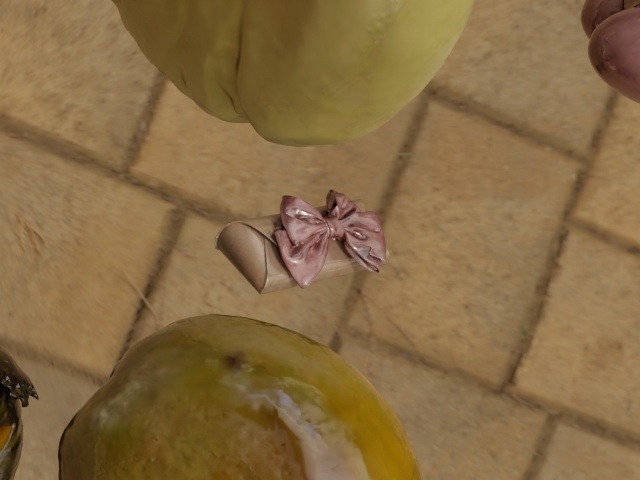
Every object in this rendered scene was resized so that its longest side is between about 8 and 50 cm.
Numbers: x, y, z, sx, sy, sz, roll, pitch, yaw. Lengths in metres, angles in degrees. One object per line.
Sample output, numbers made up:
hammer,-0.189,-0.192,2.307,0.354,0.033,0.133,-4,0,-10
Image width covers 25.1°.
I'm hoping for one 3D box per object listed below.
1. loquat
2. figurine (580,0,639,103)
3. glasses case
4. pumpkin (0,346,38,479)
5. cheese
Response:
loquat,-0.059,0.201,1.094,0.276,0.276,0.284,-43,82,-8
figurine,0.380,-0.178,1.229,0.261,0.270,0.211,36,112,-5
glasses case,0.000,0.000,1.466,0.193,0.102,0.070,-12,137,-43
pumpkin,-0.461,0.211,1.493,0.320,0.192,0.321,-20,127,-28
cheese,-0.016,-0.152,0.614,0.117,0.214,0.226,-18,135,-30
